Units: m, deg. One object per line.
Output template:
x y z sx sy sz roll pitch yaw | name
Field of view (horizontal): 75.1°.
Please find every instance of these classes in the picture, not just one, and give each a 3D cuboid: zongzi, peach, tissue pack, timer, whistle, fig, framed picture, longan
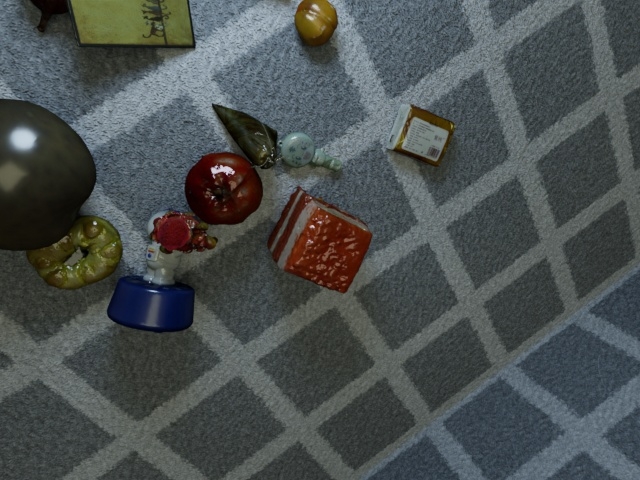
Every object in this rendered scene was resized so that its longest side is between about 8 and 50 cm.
-0.245 -0.329 1.312 0.241 0.247 0.111 26 115 -23 | zongzi
-0.018 -0.695 1.319 0.138 0.138 0.138 -6 111 -17 | peach
0.381 -0.398 1.586 0.226 0.092 0.183 14 103 -22 | tissue pack
-0.523 0.086 1.381 0.271 0.270 0.383 13 90 -23 | timer
-0.040 -0.307 1.488 0.258 0.067 0.126 16 116 -28 | whistle
-0.703 -0.661 1.076 0.202 0.148 0.149 -60 150 -6 | fig
-0.515 -0.667 1.139 0.339 0.014 0.255 -21 117 -39 | framed picture
-0.815 -0.173 1.110 0.405 0.336 0.404 -5 108 -15 | longan

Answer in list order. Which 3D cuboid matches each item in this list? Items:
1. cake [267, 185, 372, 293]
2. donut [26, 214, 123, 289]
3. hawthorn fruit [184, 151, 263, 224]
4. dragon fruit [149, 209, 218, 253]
0.000 0.000 1.468 0.270 0.319 0.270 23 100 -23 | cake
-0.764 0.037 1.321 0.262 0.128 0.208 -22 116 -11 | donut
-0.301 -0.153 1.319 0.254 0.300 0.254 -5 109 -15 | hawthorn fruit
-0.410 -0.017 1.282 0.208 0.150 0.133 17 107 -38 | dragon fruit
